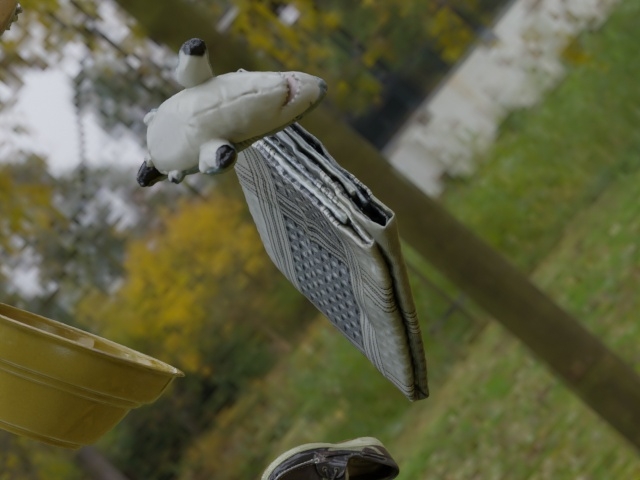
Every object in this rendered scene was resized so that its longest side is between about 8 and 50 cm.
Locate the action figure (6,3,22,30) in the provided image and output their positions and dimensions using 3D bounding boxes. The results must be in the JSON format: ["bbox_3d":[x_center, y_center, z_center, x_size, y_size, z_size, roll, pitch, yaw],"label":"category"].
[{"bbox_3d":[-0.375,-0.236,1.803,0.164,0.141,0.276,-31,15,-19],"label":"action figure"}]

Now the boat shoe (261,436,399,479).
[{"bbox_3d":[0.012,0.231,1.901,0.152,0.049,0.056,-13,-63,-33],"label":"boat shoe"}]

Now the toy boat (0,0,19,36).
[{"bbox_3d":[-0.379,-0.251,1.490,0.268,0.318,0.148,-20,-10,-27],"label":"toy boat"}]

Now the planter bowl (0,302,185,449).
[{"bbox_3d":[-0.227,0.114,1.558,0.217,0.217,0.090,136,153,-87],"label":"planter bowl"}]

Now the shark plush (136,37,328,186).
[{"bbox_3d":[-0.060,-0.052,1.084,0.067,0.073,0.161,-10,-23,-34],"label":"shark plush"}]

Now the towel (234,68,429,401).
[{"bbox_3d":[0.000,0.000,2.108,0.056,0.312,0.324,-31,-40,-15],"label":"towel"}]
